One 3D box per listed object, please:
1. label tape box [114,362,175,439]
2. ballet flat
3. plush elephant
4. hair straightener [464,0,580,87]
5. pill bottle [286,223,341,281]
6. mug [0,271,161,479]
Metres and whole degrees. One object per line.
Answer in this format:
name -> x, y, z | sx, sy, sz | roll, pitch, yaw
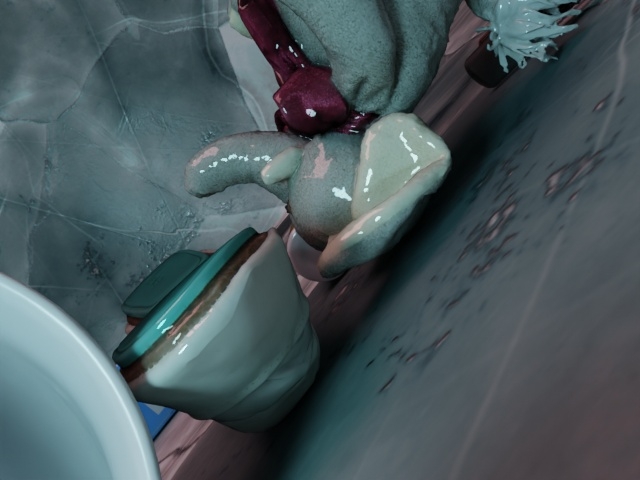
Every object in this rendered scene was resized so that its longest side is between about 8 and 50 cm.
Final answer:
label tape box -> -0.285, 0.230, 1.264 | 0.249, 0.115, 0.348 | -51, 8, -12
ballet flat -> -0.067, 0.070, 0.586 | 0.139, 0.139, 0.400 | -51, 10, -11
plush elephant -> 0.006, -0.105, 0.637 | 0.272, 0.330, 0.255 | 26, -99, -83
hair straightener -> 0.202, -0.197, 0.689 | 0.089, 0.047, 0.230 | -54, 12, -33
pill bottle -> 0.000, 0.000, 0.804 | 0.065, 0.065, 0.116 | -49, 5, 7
mug -> -0.280, 0.153, 0.472 | 0.276, 0.374, 0.328 | -48, -3, -27
